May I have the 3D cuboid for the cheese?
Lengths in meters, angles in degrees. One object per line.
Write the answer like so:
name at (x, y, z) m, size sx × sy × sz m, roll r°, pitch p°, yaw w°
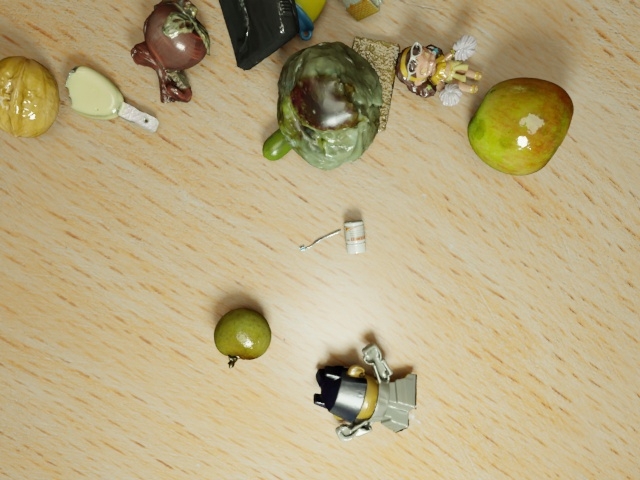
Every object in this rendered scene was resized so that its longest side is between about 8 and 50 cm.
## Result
cheese at (-0.562, -0.364, 1.138) m, size 0.256 × 0.050 × 0.127 m, roll 28°, pitch 97°, yaw -4°

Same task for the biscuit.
biscuit at (0.134, -0.422, 1.145) m, size 0.131 × 0.026 × 0.236 m, roll 9°, pitch 99°, yaw 1°

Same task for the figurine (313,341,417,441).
figurine at (0.126, 0.443, 1.207) m, size 0.309 × 0.143 × 0.307 m, roll 2°, pitch 83°, yaw -13°

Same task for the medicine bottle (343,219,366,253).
medicine bottle at (0.097, -0.011, 1.185) m, size 0.057 × 0.057 × 0.088 m, roll -6°, pitch 98°, yaw 1°

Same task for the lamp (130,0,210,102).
lamp at (-0.367, -0.494, 1.085) m, size 0.223 × 0.151 × 0.215 m, roll -33°, pitch 92°, yaw 47°

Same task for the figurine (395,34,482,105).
figurine at (0.314, -0.441, 1.098) m, size 0.240 × 0.116 × 0.174 m, roll 10°, pitch 100°, yaw -7°

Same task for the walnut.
walnut at (-0.769, -0.368, 1.088) m, size 0.159 × 0.159 × 0.206 m, roll 12°, pitch 92°, yaw -2°

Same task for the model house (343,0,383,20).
model house at (0.112, -0.641, 1.093) m, size 0.100 × 0.088 × 0.100 m, roll 50°, pitch 62°, yaw -29°

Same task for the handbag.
handbag at (-0.164, -0.592, 1.039) m, size 0.088 × 0.244 × 0.274 m, roll -26°, pitch 102°, yaw -40°

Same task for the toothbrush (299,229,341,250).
toothbrush at (0.000, 0.000, 1.210) m, size 0.132 × 0.011 × 0.013 m, roll -25°, pitch 118°, yaw 3°

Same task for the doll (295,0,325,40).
doll at (-0.035, -0.698, 1.052) m, size 0.200 × 0.145 × 0.362 m, roll -4°, pitch 107°, yaw -14°

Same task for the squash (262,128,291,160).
squash at (-0.079, -0.294, 1.144) m, size 0.201 × 0.066 × 0.066 m, roll -44°, pitch 96°, yaw -1°

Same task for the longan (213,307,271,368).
longan at (-0.219, 0.272, 1.171) m, size 0.155 × 0.176 × 0.145 m, roll -12°, pitch 143°, yaw 35°

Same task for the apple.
apple at (0.507, -0.297, 1.086) m, size 0.227 × 0.246 × 0.246 m, roll 25°, pitch 97°, yaw 15°

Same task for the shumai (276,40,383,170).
shumai at (0.045, -0.339, 0.997) m, size 0.304 × 0.263 × 0.309 m, roll -37°, pitch 102°, yaw -3°
